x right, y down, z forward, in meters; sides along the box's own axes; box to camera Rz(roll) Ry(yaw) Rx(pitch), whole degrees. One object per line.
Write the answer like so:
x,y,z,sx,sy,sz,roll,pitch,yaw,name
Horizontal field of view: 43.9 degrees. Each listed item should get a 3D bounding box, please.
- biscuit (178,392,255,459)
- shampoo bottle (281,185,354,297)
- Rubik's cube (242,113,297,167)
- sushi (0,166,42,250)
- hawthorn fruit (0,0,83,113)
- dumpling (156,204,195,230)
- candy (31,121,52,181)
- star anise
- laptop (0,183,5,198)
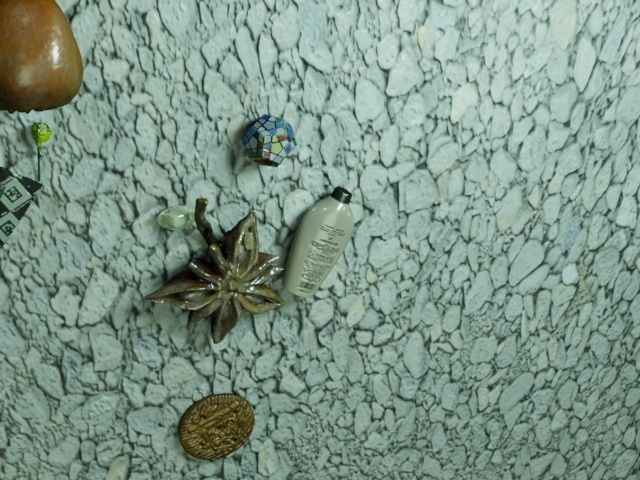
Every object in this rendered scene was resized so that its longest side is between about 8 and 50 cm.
-0.247,0.446,1.894,0.188,0.027,0.187,-10,118,-20,biscuit
0.000,0.000,1.757,0.127,0.078,0.256,20,107,-25,shampoo bottle
-0.102,-0.201,1.607,0.111,0.111,0.093,-18,144,-15,Rubik's cube
-0.698,-0.031,1.450,0.264,0.050,0.290,28,100,-32,sushi
-0.497,-0.336,1.320,0.200,0.199,0.251,0,100,-24,hawthorn fruit
-0.295,-0.043,1.630,0.077,0.043,0.059,-28,140,-28,dumpling
-0.521,-0.163,1.479,0.035,0.035,0.122,-35,145,-54,candy
-0.206,0.071,1.686,0.292,0.109,0.349,-52,131,0,star anise
-0.685,-0.073,1.395,0.207,0.026,0.153,28,85,-20,laptop
